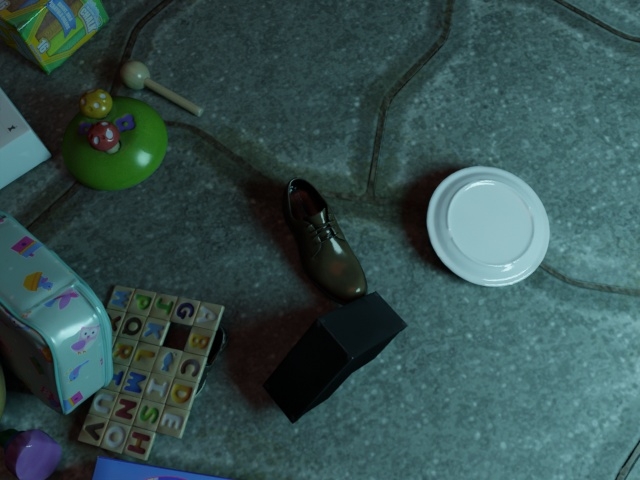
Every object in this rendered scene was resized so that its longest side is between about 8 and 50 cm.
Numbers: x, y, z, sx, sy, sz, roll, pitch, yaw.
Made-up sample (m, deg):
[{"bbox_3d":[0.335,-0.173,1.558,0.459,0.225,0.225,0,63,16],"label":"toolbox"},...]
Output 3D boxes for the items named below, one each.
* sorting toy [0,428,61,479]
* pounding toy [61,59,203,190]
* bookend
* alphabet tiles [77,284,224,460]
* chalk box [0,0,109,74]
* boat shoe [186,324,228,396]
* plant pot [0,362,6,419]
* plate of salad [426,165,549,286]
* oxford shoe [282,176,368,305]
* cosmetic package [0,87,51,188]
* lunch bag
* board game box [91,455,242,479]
[{"bbox_3d":[-0.500,0.413,0.843,0.126,0.127,0.365,11,62,38],"label":"sorting toy"},{"bbox_3d":[-0.343,-0.207,1.064,0.183,0.110,0.237,34,73,14],"label":"pounding toy"},{"bbox_3d":[0.023,0.165,0.910,0.072,0.156,0.157,48,33,18],"label":"bookend"},{"bbox_3d":[-0.266,0.190,0.931,0.198,0.009,0.237,8,68,20],"label":"alphabet tiles"},{"bbox_3d":[-0.488,-0.439,1.152,0.132,0.132,0.213,36,75,15],"label":"chalk box"},{"bbox_3d":[-0.184,0.184,0.938,0.049,0.042,0.133,29,73,10],"label":"boat shoe"},{"bbox_3d":[-0.515,0.169,0.886,0.236,0.236,0.032,39,35,16],"label":"plant pot"},{"bbox_3d":[0.264,-0.022,1.001,0.200,0.048,0.199,2,74,-6],"label":"plate of salad"},{"bbox_3d":[0.000,0.000,0.976,0.083,0.096,0.227,-29,72,-11],"label":"oxford shoe"},{"bbox_3d":[-0.695,-0.211,1.089,0.284,0.097,0.377,-38,71,-15],"label":"cosmetic package"},{"bbox_3d":[-0.412,0.100,0.882,0.279,0.224,0.108,35,49,21],"label":"lunch bag"},{"bbox_3d":[-0.209,0.474,0.801,0.233,0.078,0.347,8,69,5],"label":"board game box"}]
